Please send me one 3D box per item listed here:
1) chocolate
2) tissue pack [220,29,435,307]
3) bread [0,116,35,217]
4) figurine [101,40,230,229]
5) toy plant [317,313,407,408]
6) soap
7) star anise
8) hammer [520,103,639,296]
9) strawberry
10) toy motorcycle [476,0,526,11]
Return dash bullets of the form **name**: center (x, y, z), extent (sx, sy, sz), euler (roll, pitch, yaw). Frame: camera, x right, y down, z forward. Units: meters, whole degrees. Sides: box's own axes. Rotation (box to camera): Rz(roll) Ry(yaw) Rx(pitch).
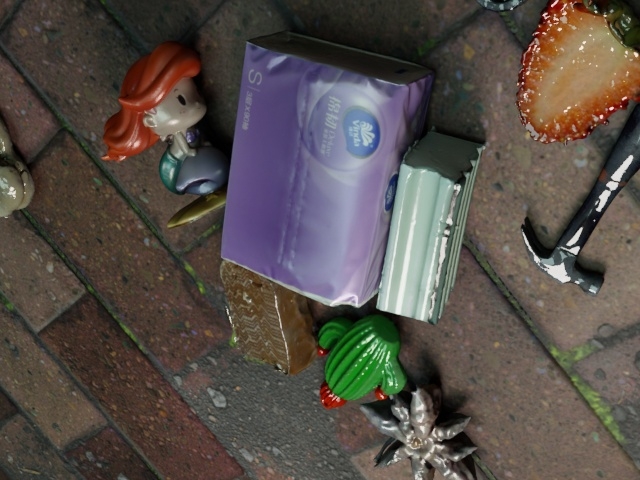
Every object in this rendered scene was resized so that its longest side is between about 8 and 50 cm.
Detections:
- **chocolate**: center (-0.084, 0.112, 1.420), extent (0.148, 0.093, 0.214), euler (16, 125, 39)
- **tissue pack**: center (0.000, -0.098, 1.188), extent (0.242, 0.160, 0.339), euler (18, 115, 19)
- **bread**: center (-0.682, -0.186, 1.573), extent (0.337, 0.102, 0.183), euler (29, 128, 9)
- **figurine**: center (-0.234, -0.160, 1.305), extent (0.208, 0.181, 0.257), euler (-8, 109, 63)
- **toy plant**: center (0.052, 0.202, 1.419), extent (0.240, 0.088, 0.155), euler (-23, 89, 51)
- **soap**: center (0.154, -0.019, 1.186), extent (0.094, 0.150, 0.262), euler (16, 124, 16)
- **star anise**: center (0.170, 0.327, 1.420), extent (0.229, 0.093, 0.236), euler (19, 127, 17)
- **hammer**: center (0.368, -0.062, 1.117), extent (0.137, 0.037, 0.290), euler (27, 128, 10)
- **strawberry**: center (0.316, -0.222, 1.026), extent (0.167, 0.087, 0.208), euler (47, 145, -5)
- **toy motorcycle**: center (0.278, -0.384, 0.937), extent (0.307, 0.108, 0.173), euler (-21, 97, 37)
